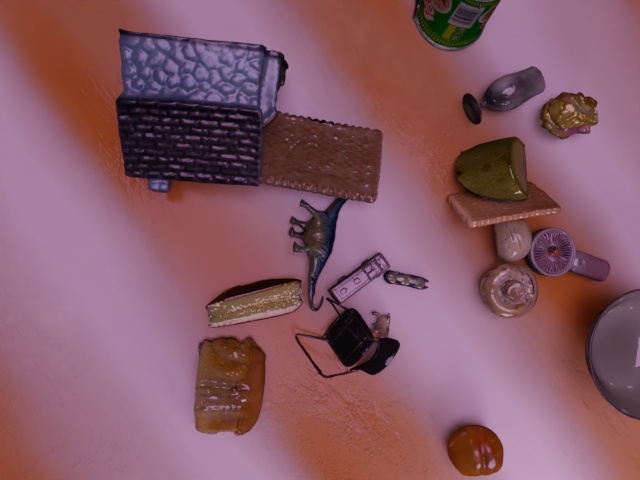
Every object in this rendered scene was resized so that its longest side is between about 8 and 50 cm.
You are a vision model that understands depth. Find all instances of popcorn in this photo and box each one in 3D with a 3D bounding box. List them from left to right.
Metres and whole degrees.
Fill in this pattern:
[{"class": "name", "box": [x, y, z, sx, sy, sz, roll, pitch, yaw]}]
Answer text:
[{"class": "popcorn", "box": [0.660, -0.333, 1.424, 0.145, 0.126, 0.126, 8, 97, 3]}]

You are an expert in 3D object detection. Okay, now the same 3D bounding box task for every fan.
[{"class": "fan", "box": [0.666, 0.048, 1.442, 0.245, 0.074, 0.130, 18, 87, -7]}]

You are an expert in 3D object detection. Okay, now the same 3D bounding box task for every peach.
[{"class": "peach", "box": [0.400, 0.539, 1.378, 0.138, 0.138, 0.138, 0, 89, -6]}]

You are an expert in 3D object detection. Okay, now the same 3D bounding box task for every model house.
[{"class": "model house", "box": [-0.264, -0.274, 1.251, 0.361, 0.297, 0.338, 4, 96, -6]}]

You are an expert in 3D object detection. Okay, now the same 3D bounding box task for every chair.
[{"class": "chair", "box": [0.077, 0.251, 1.346, 0.140, 0.221, 0.145, -51, 50, 18]}]

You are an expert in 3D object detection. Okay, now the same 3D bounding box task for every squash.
[{"class": "squash", "box": [0.446, -0.200, 1.379, 0.184, 0.085, 0.191, 3, 62, 7]}]

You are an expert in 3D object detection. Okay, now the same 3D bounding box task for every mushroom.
[{"class": "mushroom", "box": [0.496, 0.129, 1.398, 0.154, 0.122, 0.154, 0, 86, -3]}]

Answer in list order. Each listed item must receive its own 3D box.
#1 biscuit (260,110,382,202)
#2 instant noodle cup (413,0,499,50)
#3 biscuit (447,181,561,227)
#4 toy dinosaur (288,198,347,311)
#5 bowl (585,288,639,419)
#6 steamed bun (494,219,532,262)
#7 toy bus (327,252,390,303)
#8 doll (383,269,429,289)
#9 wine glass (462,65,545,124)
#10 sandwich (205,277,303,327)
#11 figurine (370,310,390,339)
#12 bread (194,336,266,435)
[{"class": "biscuit", "box": [-0.004, -0.214, 1.365, 0.325, 0.044, 0.216, 8, 72, -6]}, {"class": "instant noodle cup", "box": [0.360, -0.614, 1.337, 0.207, 0.233, 0.206, 0, 89, -6]}, {"class": "biscuit", "box": [0.472, -0.093, 1.393, 0.250, 0.160, 0.030, -10, 124, -7]}, {"class": "toy dinosaur", "box": [-0.009, -0.007, 1.365, 0.147, 0.076, 0.362, 18, 81, -18]}, {"class": "bowl", "box": [0.822, 0.287, 1.414, 0.338, 0.157, 0.336, 0, 88, -7]}, {"class": "steamed bun", "box": [0.503, -0.009, 1.396, 0.091, 0.112, 0.129, -7, 66, 15]}, {"class": "toy bus", "box": [0.101, 0.096, 1.379, 0.172, 0.072, 0.057, -36, 89, -6]}, {"class": "doll", "box": [0.227, 0.105, 1.414, 0.125, 0.027, 0.037, 11, 81, -6]}, {"class": "wine glass", "box": [0.487, -0.387, 1.420, 0.202, 0.093, 0.092, -24, 92, -6]}, {"class": "sandwich", "box": [-0.164, 0.154, 1.343, 0.245, 0.088, 0.089, -12, 99, -10]}, {"class": "figurine", "box": [0.155, 0.227, 1.400, 0.051, 0.047, 0.083, 7, 96, 8]}, {"class": "bread", "box": [-0.225, 0.365, 1.306, 0.175, 0.133, 0.251, 6, 89, -5]}]
